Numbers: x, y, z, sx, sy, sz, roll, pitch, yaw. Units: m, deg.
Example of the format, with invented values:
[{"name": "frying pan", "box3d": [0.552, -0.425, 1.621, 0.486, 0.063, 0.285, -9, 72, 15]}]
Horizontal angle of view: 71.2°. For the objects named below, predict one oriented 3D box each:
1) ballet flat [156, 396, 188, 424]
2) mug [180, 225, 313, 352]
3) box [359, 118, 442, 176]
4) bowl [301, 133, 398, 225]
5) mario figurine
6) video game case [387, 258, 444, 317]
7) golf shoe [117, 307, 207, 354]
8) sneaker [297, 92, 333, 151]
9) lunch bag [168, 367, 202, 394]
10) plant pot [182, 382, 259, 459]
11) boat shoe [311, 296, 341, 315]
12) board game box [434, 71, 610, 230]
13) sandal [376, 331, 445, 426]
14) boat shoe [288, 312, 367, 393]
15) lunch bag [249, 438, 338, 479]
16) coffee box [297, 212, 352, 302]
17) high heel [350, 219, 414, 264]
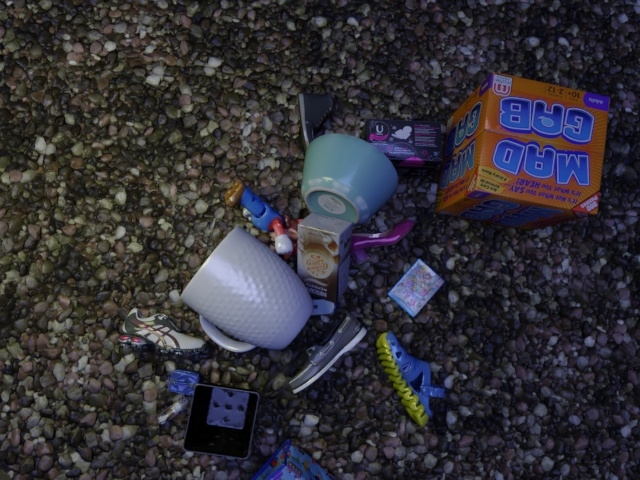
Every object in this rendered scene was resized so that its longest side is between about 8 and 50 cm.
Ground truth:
[{"name": "ballet flat", "box3d": [-0.464, 0.537, 1.399, 0.114, 0.041, 0.041, -37, 87, -8]}, {"name": "mug", "box3d": [-0.225, 0.194, 1.355, 0.328, 0.276, 0.374, 38, 117, -5]}, {"name": "box", "box3d": [0.261, -0.308, 1.497, 0.248, 0.163, 0.141, 2, 80, -5]}, {"name": "bowl", "box3d": [0.065, -0.155, 1.371, 0.312, 0.311, 0.163, 26, 62, -1]}, {"name": "mario figurine", "box3d": [-0.175, -0.039, 1.416, 0.321, 0.170, 0.198, 39, 40, -21]}, {"name": "video game case", "box3d": [0.325, 0.161, 1.520, 0.119, 0.015, 0.166, 43, 82, 1]}, {"name": "golf shoe", "box3d": [-0.485, 0.290, 1.397, 0.273, 0.105, 0.120, 11, 75, -4]}, {"name": "sneaker", "box3d": [-0.008, -0.403, 1.526, 0.118, 0.083, 0.221, -6, 83, -6]}, {"name": "lunch bag", "box3d": [-0.427, 0.440, 1.400, 0.099, 0.065, 0.067, 11, 82, -4]}, {"name": "plant pot", "box3d": [-0.287, 0.524, 1.351, 0.188, 0.167, 0.187, 10, 83, -3]}, {"name": "boat shoe", "box3d": [-0.027, 0.218, 1.465, 0.184, 0.083, 0.065, -1, 82, 22]}, {"name": "board game box", "box3d": [0.612, -0.255, 1.421, 0.357, 0.356, 0.355, 11, 82, -3]}, {"name": "sandal", "box3d": [0.292, 0.427, 1.441, 0.138, 0.126, 0.317, -30, 95, -11]}, {"name": "boat shoe", "box3d": [0.010, 0.358, 1.428, 0.305, 0.109, 0.091, -40, 87, -14]}, {"name": "lunch bag", "box3d": [-0.116, 0.800, 1.353, 0.221, 0.138, 0.293, 42, 99, -2]}, {"name": "coffee box", "box3d": [0.011, 0.054, 1.383, 0.141, 0.098, 0.246, 14, 122, 22]}, {"name": "high heel", "box3d": [0.190, -0.029, 1.500, 0.244, 0.082, 0.117, -33, 97, 5]}]
